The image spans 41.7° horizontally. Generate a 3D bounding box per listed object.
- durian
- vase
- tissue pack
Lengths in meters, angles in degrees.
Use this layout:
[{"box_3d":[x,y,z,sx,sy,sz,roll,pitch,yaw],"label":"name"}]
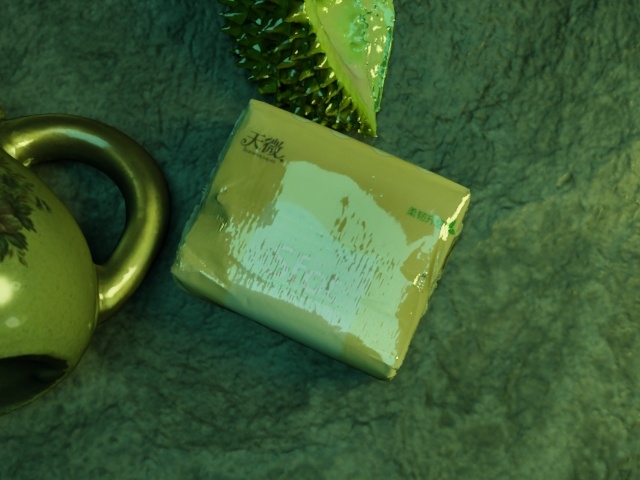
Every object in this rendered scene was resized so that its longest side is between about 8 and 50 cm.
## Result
[{"box_3d":[0.001,-0.283,0.779,0.169,0.157,0.356,14,86,-30],"label":"durian"},{"box_3d":[-0.292,-0.015,0.726,0.329,0.241,0.302,-15,68,-24],"label":"vase"},{"box_3d":[0.000,0.000,0.742,0.222,0.090,0.186,25,85,6],"label":"tissue pack"}]
